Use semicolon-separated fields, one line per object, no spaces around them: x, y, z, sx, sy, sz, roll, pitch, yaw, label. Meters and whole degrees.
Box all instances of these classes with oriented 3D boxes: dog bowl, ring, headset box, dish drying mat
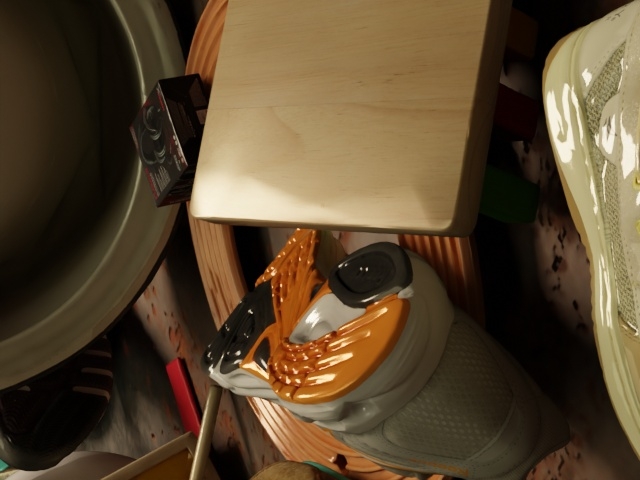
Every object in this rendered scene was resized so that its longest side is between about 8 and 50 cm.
-0.301;-0.091;0.890;0.150;0.408;0.408;-138;40;-73;dog bowl
0.000;0.000;0.737;0.336;0.032;0.336;35;132;52;ring
-0.096;-0.064;0.817;0.083;0.032;0.062;-39;67;59;headset box
-0.110;0.140;1.026;0.032;0.008;0.083;-38;68;59;dish drying mat

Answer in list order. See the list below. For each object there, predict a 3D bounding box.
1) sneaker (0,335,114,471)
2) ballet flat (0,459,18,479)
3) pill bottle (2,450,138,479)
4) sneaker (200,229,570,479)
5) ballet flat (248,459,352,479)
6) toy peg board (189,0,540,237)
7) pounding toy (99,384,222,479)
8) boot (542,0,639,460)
-0.252;0.129;1.097;0.281;0.106;0.162;-95;25;-52;sneaker
-0.366;0.292;1.520;0.168;0.057;0.052;-13;100;62;ballet flat
-0.260;0.338;1.159;0.408;0.229;0.229;-37;70;61;pill bottle
0.025;0.065;0.591;0.121;0.099;0.262;38;176;-14;sneaker
0.038;0.189;0.614;0.342;0.124;0.116;7;119;53;ballet flat
0.033;-0.078;0.563;0.161;0.079;0.160;4;81;44;toy peg board
-0.114;0.208;0.952;0.130;0.141;0.100;58;159;12;pounding toy
0.162;0.000;0.393;0.165;0.077;0.213;-32;72;59;boot
